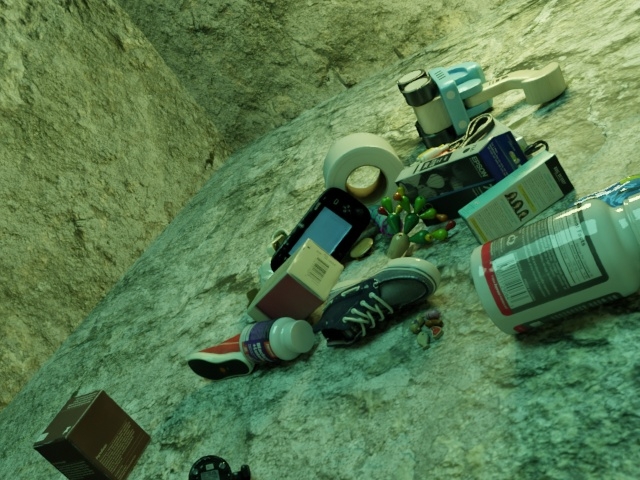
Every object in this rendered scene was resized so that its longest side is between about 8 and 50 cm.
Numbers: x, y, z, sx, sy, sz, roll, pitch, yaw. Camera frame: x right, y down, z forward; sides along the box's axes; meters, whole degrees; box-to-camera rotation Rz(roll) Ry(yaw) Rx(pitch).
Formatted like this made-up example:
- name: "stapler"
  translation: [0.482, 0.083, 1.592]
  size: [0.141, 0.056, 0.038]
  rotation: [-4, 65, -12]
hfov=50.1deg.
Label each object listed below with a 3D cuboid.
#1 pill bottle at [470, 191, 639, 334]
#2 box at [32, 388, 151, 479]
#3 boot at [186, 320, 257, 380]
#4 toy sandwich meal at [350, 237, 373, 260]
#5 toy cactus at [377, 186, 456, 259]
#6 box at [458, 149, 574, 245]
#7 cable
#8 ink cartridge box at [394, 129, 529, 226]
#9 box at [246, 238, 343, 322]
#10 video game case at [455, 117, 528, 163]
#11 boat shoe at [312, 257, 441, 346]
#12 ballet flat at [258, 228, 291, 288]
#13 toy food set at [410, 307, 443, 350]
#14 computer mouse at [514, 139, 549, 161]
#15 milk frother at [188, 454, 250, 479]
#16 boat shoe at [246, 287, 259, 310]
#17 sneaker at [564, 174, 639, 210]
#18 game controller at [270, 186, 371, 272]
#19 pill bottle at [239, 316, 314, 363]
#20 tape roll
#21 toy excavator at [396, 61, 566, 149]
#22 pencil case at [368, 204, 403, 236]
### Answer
- name: "pill bottle"
  translation: [0.440, 0.035, 1.188]
  size: [0.319, 0.176, 0.176]
  rotation: [-26, 23, 29]
- name: "box"
  translation: [-0.598, 0.532, 1.803]
  size: [0.169, 0.203, 0.167]
  rotation: [-21, 25, 36]
- name: "boot"
  translation: [-0.246, 0.296, 1.906]
  size: [0.244, 0.088, 0.176]
  rotation: [-12, 31, 35]
- name: "toy sandwich meal"
  translation: [0.121, 0.025, 1.961]
  size: [0.086, 0.029, 0.085]
  rotation: [-32, 24, 16]
- name: "toy cactus"
  translation: [0.226, -0.031, 1.771]
  size: [0.180, 0.219, 0.112]
  rotation: [-64, -24, 9]
- name: "box"
  translation: [0.446, -0.093, 1.567]
  size: [0.244, 0.100, 0.060]
  rotation: [-35, 20, 5]
- name: "cable"
  translation: [0.389, -0.274, 1.921]
  size: [0.287, 0.072, 0.139]
  rotation: [-41, 25, -9]
- name: "ink cartridge box"
  translation: [0.365, -0.148, 1.729]
  size: [0.333, 0.165, 0.065]
  rotation: [-20, 27, 43]
- name: "box"
  translation: [-0.068, 0.131, 1.808]
  size: [0.232, 0.127, 0.148]
  rotation: [-45, 9, 44]
- name: "video game case"
  translation: [0.437, -0.231, 1.938]
  size: [0.244, 0.061, 0.269]
  rotation: [-34, 20, 9]
- name: "boat shoe"
  translation: [0.123, 0.156, 1.562]
  size: [0.341, 0.127, 0.158]
  rotation: [-27, 25, 49]
- name: "ballet flat"
  translation: [-0.130, 0.084, 2.104]
  size: [0.139, 0.139, 0.400]
  rotation: [-31, 21, 18]
- name: "toy food set"
  translation: [0.228, 0.180, 1.455]
  size: [0.078, 0.019, 0.122]
  rotation: [-36, 20, 4]
- name: "computer mouse"
  translation: [0.479, -0.196, 1.783]
  size: [0.242, 0.071, 0.041]
  rotation: [-21, -20, 7]
- name: "milk frother"
  translation: [-0.202, 0.512, 1.355]
  size: [0.134, 0.129, 0.143]
  rotation: [108, 167, -61]
- name: "boat shoe"
  translation: [-0.196, 0.202, 2.094]
  size: [0.056, 0.048, 0.153]
  rotation: [-25, 27, -2]
- name: "sneaker"
  translation: [0.559, -0.053, 1.340]
  size: [0.209, 0.069, 0.082]
  rotation: [-30, 25, 19]
- name: "game controller"
  translation: [0.000, 0.000, 1.978]
  size: [0.319, 0.166, 0.067]
  rotation: [-52, -3, -9]
- name: "pill bottle"
  translation: [-0.108, 0.252, 1.730]
  size: [0.194, 0.108, 0.108]
  rotation: [-17, 29, 45]
- name: "tape roll"
  translation: [0.133, -0.194, 2.103]
  size: [0.246, 0.246, 0.169]
  rotation: [-34, 20, 10]
- name: "toy excavator"
  translation: [0.504, -0.478, 2.195]
  size: [0.445, 0.222, 0.433]
  rotation: [-25, 23, 10]
- name: "pencil case"
  translation: [0.184, -0.057, 1.979]
  size: [0.070, 0.064, 0.151]
  rotation: [-23, 18, -7]
